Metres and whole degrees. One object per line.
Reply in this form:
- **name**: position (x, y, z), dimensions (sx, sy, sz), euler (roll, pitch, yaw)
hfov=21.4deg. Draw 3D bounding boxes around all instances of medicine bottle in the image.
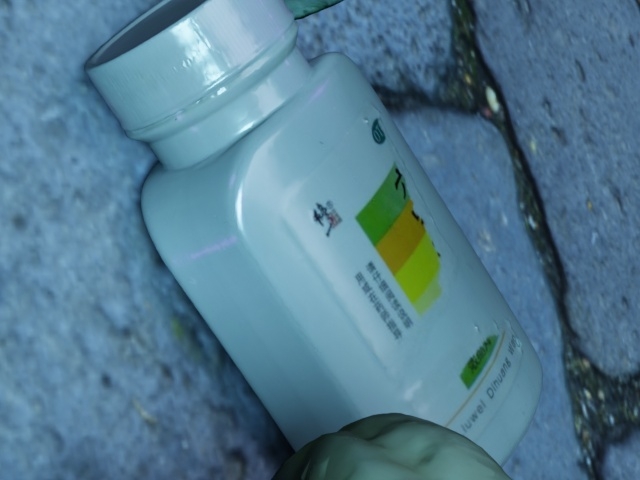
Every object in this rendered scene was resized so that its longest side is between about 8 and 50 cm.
- **medicine bottle**: position (0.000, 0.000, 0.903), dimensions (0.296, 0.111, 0.161), euler (56, 40, -15)

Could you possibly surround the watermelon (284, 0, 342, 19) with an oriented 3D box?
- **watermelon**: position (-0.045, -0.289, 0.871), dimensions (0.292, 0.250, 0.283), euler (4, 66, -52)

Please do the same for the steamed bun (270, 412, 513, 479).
- **steamed bun**: position (-0.042, 0.218, 0.604), dimensions (0.352, 0.247, 0.339), euler (-60, 166, 2)
